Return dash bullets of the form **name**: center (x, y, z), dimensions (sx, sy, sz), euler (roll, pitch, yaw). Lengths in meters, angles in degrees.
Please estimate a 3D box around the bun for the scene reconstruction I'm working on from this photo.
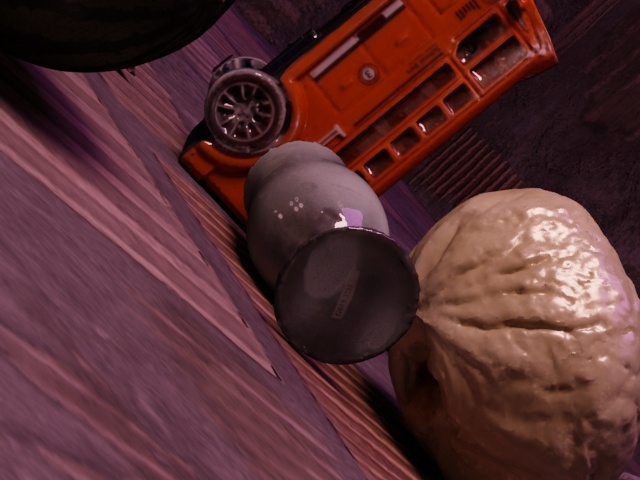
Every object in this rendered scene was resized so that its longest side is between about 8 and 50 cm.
- **bun**: center (0.110, 0.081, 1.179), dimensions (0.220, 0.134, 0.220), euler (175, -90, -68)

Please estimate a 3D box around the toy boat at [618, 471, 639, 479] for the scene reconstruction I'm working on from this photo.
- **toy boat**: center (0.287, 0.298, 1.373), dimensions (0.276, 0.111, 0.293), euler (49, 18, 7)

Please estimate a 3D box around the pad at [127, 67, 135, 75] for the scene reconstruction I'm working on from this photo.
- **pad**: center (-0.233, -0.229, 1.394), dimensions (0.233, 0.022, 0.174), euler (45, 5, -38)

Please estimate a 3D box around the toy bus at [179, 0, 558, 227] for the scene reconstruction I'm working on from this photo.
- **toy bus**: center (0.057, -0.134, 1.345), dimensions (0.153, 0.329, 0.143), euler (49, 4, -8)

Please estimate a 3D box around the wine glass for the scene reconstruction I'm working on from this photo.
- **wine glass**: center (0.000, 0.000, 1.188), dimensions (0.093, 0.093, 0.202), euler (46, 5, -21)

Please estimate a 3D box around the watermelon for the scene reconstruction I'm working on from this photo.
- **watermelon**: center (-0.124, -0.191, 0.983), dimensions (0.212, 0.212, 0.212), euler (47, 5, -6)
